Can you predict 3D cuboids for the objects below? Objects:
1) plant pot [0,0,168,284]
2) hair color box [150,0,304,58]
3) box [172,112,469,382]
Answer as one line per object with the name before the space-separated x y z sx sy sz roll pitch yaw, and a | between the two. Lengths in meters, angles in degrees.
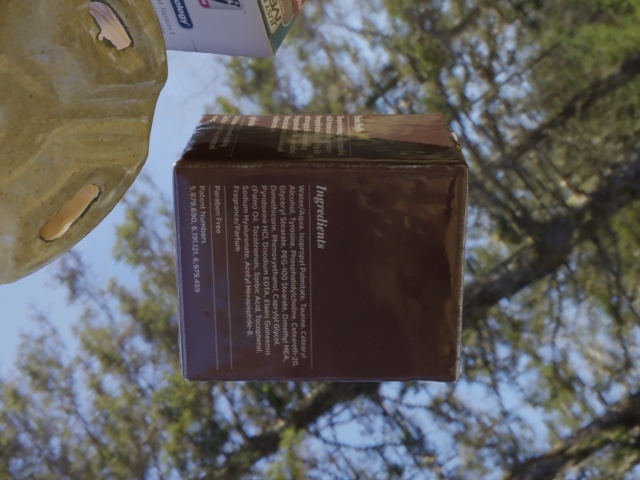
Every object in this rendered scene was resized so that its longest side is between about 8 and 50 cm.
plant pot | -0.261 -0.137 0.671 0.305 0.333 0.334 41 -168 34
hair color box | -0.194 -0.260 0.936 0.174 0.347 0.105 72 -145 -48
box | 0.000 0.000 0.855 0.168 0.203 0.167 -86 -4 -72
